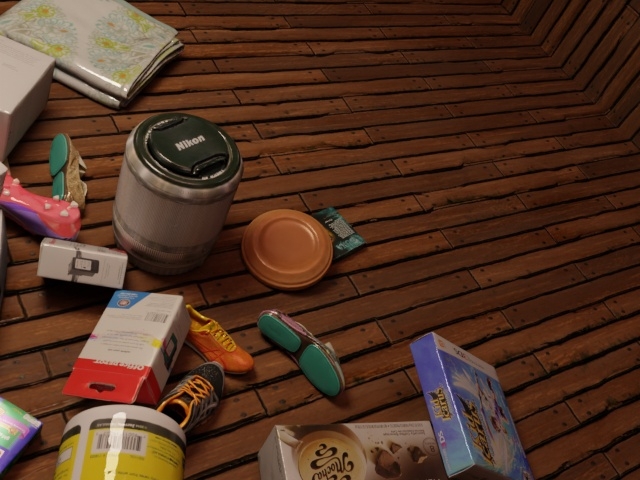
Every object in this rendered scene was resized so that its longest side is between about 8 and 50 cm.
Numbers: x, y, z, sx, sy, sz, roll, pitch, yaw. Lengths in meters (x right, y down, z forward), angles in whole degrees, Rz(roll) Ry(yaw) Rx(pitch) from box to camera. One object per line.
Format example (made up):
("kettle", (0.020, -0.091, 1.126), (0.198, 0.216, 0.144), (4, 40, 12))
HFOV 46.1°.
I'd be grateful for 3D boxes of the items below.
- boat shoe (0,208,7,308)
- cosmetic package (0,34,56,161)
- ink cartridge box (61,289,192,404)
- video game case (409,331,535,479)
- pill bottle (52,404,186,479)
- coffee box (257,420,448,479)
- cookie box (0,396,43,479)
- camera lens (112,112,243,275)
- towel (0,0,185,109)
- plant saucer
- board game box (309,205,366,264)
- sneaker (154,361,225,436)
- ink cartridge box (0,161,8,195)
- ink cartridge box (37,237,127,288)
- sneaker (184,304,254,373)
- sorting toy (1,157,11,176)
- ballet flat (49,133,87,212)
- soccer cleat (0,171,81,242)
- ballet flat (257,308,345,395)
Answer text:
("boat shoe", (-0.595, 0.080, 1.272), (0.104, 0.113, 0.306), (3, 64, -15))
("cosmetic package", (-0.692, -0.308, 1.515), (0.224, 0.138, 0.225), (23, 42, -9))
("ink cartridge box", (-0.325, 0.196, 1.284), (0.134, 0.078, 0.231), (4, 43, 13))
("video game case", (0.290, 0.333, 1.422), (0.244, 0.061, 0.270), (31, 35, -41))
("pill bottle", (-0.293, 0.418, 1.049), (0.187, 0.188, 0.334), (12, 46, -16))
("coffee box", (0.059, 0.409, 1.275), (0.297, 0.119, 0.168), (5, 48, -22))
("cookie box", (-0.499, 0.306, 1.157), (0.091, 0.040, 0.107), (31, 45, 2))
("camera lens", (-0.282, -0.092, 1.459), (0.219, 0.274, 0.219), (14, 46, -14))
("towel", (-0.558, -0.494, 1.830), (0.374, 0.090, 0.320), (27, 43, 0))
("plant saucer", (-0.069, 0.012, 1.604), (0.199, 0.037, 0.200), (5, 57, -8))
("board game box", (0.000, 0.000, 1.689), (0.186, 0.026, 0.126), (-26, 65, -40))
("sneaker", (-0.226, 0.279, 1.284), (0.084, 0.083, 0.215), (31, 43, 6))
("ink cartridge box", (-0.720, -0.113, 1.287), (0.270, 0.197, 0.198), (43, 46, -1))
("ink cartridge box", (-0.435, 0.041, 1.378), (0.150, 0.063, 0.109), (10, 3, -16))
("sneaker", (-0.198, 0.187, 1.393), (0.175, 0.067, 0.064), (32, 42, 3))
("sorting toy", (-0.742, -0.189, 1.502), (0.208, 0.038, 0.193), (-3, 52, -33))
("ballet flat", (-0.516, -0.132, 1.547), (0.067, 0.073, 0.206), (27, 39, -42))
("soccer cleat", (-0.574, -0.062, 1.435), (0.248, 0.095, 0.083), (21, 31, 4))
("ballet flat", (-0.026, 0.207, 1.463), (0.221, 0.077, 0.079), (40, 26, 13))
